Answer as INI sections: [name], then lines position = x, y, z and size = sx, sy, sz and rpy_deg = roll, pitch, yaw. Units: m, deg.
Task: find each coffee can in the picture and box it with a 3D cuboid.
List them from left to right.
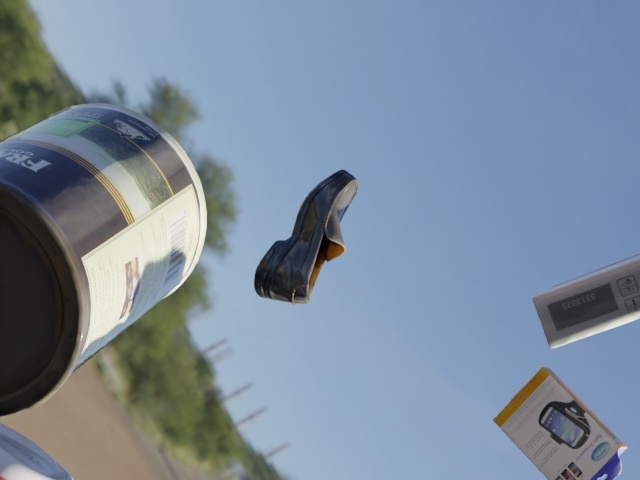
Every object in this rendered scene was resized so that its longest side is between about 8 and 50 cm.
[coffee can]
position = -0.236, 0.008, 1.282
size = 0.201, 0.202, 0.275
rpy_deg = 63, 22, -7

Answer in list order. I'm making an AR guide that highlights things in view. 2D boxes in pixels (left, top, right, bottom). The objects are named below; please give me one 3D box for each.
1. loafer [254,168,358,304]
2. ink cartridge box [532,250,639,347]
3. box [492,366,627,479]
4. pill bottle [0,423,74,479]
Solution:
[loafer]
position = 0.000, 0.000, 1.558
size = 0.061, 0.170, 0.062
rpy_deg = 22, -27, 23
[ink cartridge box]
position = 0.236, 0.027, 1.074
size = 0.045, 0.145, 0.179
rpy_deg = 70, 19, 5
[box]
position = 0.256, 0.208, 1.591
size = 0.136, 0.081, 0.028
rpy_deg = 47, 15, 22
[pill bottle]
position = -0.230, 0.195, 0.939
size = 0.087, 0.160, 0.087
rpy_deg = 34, -1, 1
